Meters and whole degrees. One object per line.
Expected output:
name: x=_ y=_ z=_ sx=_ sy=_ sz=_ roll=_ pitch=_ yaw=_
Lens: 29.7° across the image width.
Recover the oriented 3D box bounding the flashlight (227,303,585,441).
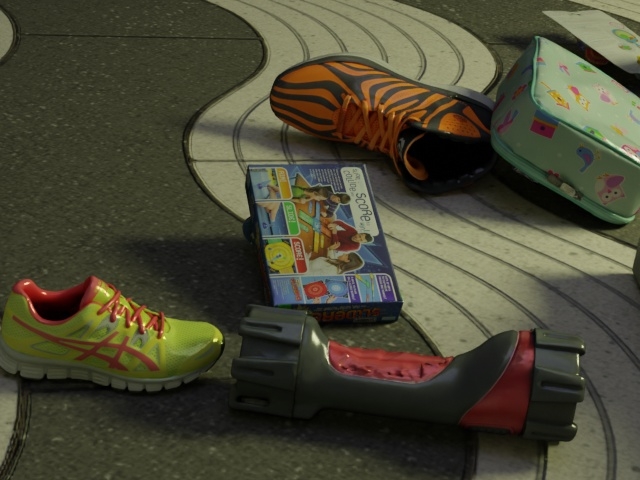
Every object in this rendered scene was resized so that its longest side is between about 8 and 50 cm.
flashlight: x=0.077 y=0.111 z=1.074 sx=0.304 sy=0.103 sz=0.103 roll=9 pitch=28 yaw=4

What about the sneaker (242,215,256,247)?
sneaker: x=-0.023 y=-0.010 z=1.358 sx=0.135 sy=0.052 sz=0.058 roll=5 pitch=15 yaw=-13

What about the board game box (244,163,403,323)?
board game box: x=0.000 y=0.000 z=1.277 sx=0.136 sy=0.035 sz=0.201 roll=-1 pitch=48 yaw=-13

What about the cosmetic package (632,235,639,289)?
cosmetic package: x=0.404 y=0.039 z=1.258 sx=0.107 sy=0.127 sz=0.238 roll=5 pitch=29 yaw=-3

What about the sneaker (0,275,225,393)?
sneaker: x=-0.189 y=0.078 z=1.092 sx=0.208 sy=0.094 sz=0.081 roll=3 pitch=26 yaw=-9

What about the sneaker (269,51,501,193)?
sneaker: x=0.084 y=-0.154 z=1.567 sx=0.321 sy=0.125 sz=0.180 roll=8 pitch=26 yaw=4

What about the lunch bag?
lunch bag: x=0.337 y=-0.140 z=1.560 sx=0.224 sy=0.108 sz=0.279 roll=32 pitch=30 yaw=-7

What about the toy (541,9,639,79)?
toy: x=0.494 y=-0.324 z=2.059 sx=0.137 sy=0.056 sz=0.237 roll=-7 pitch=35 yaw=-31
